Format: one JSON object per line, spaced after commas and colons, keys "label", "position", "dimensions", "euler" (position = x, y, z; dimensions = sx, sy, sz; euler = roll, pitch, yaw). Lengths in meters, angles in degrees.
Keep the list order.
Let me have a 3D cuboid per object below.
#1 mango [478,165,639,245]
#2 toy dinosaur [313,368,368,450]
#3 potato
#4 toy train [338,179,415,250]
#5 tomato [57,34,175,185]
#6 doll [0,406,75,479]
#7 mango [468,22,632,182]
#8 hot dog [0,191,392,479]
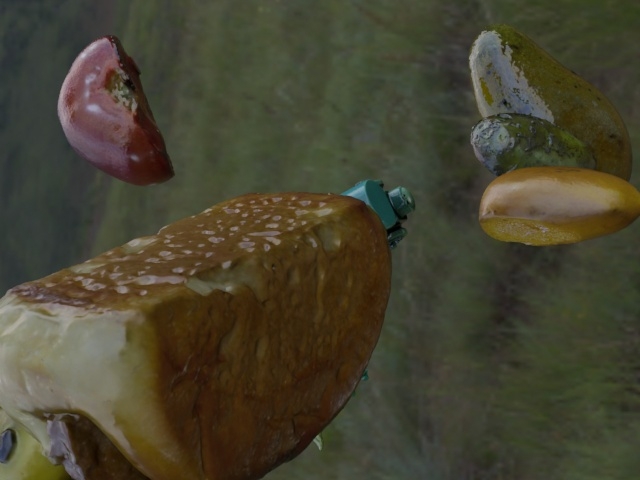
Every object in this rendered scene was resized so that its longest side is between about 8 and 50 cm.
{"label": "mango", "position": [0.313, -0.050, 1.646], "dimensions": [0.217, 0.141, 0.102], "euler": [1, 76, 33]}
{"label": "toy dinosaur", "position": [0.002, 0.205, 1.943], "dimensions": [0.094, 0.153, 0.259], "euler": [118, 143, -46]}
{"label": "potato", "position": [0.313, -0.130, 1.817], "dimensions": [0.054, 0.198, 0.119], "euler": [-48, 20, 57]}
{"label": "toy train", "position": [0.000, 0.000, 1.633], "dimensions": [0.101, 0.248, 0.159], "euler": [65, -159, 10]}
{"label": "tomato", "position": [-0.317, -0.180, 1.908], "dimensions": [0.200, 0.140, 0.233], "euler": [67, -178, -74]}
{"label": "doll", "position": [-0.366, 0.202, 1.596], "dimensions": [0.423, 0.161, 0.348], "euler": [-41, 26, 42]}
{"label": "mango", "position": [0.350, -0.189, 1.960], "dimensions": [0.176, 0.329, 0.176], "euler": [-36, 13, 27]}
{"label": "hot dog", "position": [-0.095, 0.104, 1.077], "dimensions": [0.185, 0.405, 0.223], "euler": [7, 109, 33]}
